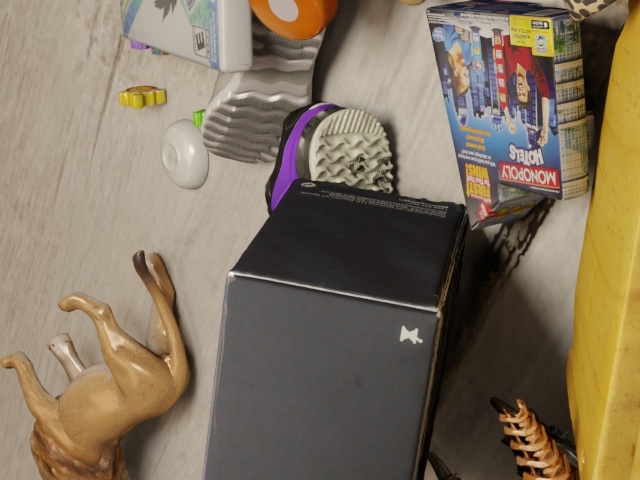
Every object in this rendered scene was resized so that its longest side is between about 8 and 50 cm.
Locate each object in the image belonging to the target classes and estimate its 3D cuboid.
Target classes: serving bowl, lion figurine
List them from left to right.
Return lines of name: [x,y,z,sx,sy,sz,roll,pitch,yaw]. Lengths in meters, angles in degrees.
lion figurine: [-0.261,0.195,1.941,0.392,0.142,0.240,-44,72,46]
serving bowl: [-0.164,-0.099,1.804,0.083,0.027,0.083,22,118,49]

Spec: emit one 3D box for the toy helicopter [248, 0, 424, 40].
toy helicopter: [0.069,-0.303,1.301,0.355,0.140,0.235,5,133,37]

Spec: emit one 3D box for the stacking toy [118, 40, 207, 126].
stacking toy: [-0.161,-0.223,1.749,0.221,0.052,0.167,18,116,49]

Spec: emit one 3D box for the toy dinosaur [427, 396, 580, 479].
toy dinosaur: [0.206,0.238,1.267,0.218,0.164,0.322,36,137,46]

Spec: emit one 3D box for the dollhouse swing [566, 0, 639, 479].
dollhouse swing: [0.355,0.023,1.093,0.315,0.305,0.347,-78,-7,-67]

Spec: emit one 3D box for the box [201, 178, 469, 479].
box: [0.012,0.130,1.346,0.182,0.294,0.296,10,108,6]

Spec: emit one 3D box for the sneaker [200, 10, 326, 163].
sneaker: [-0.048,-0.187,1.585,0.281,0.105,0.115,119,161,-48]

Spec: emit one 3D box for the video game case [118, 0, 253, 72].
video game case: [-0.145,-0.349,1.540,0.300,0.036,0.329,28,122,60]

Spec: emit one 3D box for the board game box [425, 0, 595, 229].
board game box: [0.167,-0.099,1.294,0.194,0.060,0.194,23,123,62]

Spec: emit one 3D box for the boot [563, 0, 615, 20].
boot: [0.232,-0.357,1.055,0.377,0.138,0.284,-35,97,14]

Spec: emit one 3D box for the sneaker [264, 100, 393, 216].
sneaker: [0.001,0.000,1.557,0.146,0.102,0.293,27,119,56]
